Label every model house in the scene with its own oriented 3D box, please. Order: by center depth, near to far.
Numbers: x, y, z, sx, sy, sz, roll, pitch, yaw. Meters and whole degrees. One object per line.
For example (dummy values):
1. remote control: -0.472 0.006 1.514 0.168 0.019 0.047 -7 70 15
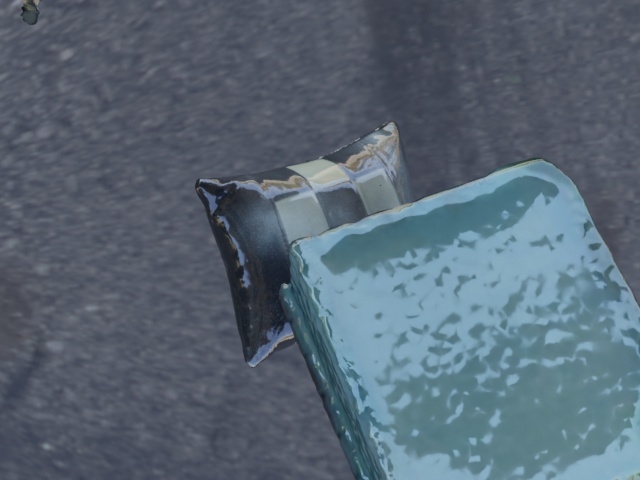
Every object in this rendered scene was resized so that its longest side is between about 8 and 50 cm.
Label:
1. model house: 0.120 0.128 1.258 0.230 0.249 0.280 -19 63 -7

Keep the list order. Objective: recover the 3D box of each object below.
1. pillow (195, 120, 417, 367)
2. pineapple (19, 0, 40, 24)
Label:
1. pillow: 0.000 0.000 1.585 0.250 0.106 0.186 -18 96 -36
2. pineapple: -0.096 -0.179 0.780 0.251 0.125 0.125 -34 102 -37
